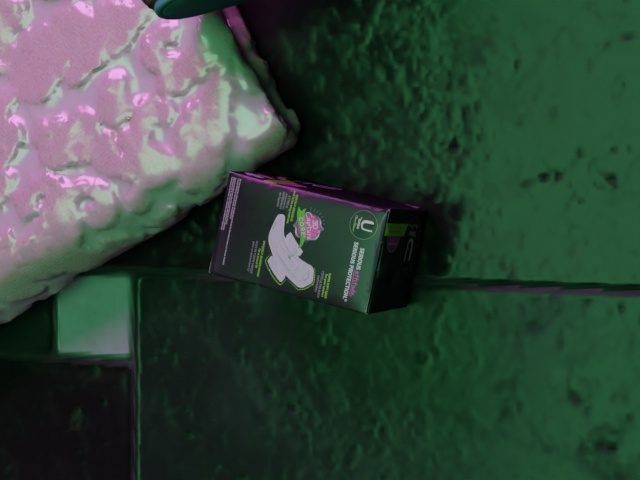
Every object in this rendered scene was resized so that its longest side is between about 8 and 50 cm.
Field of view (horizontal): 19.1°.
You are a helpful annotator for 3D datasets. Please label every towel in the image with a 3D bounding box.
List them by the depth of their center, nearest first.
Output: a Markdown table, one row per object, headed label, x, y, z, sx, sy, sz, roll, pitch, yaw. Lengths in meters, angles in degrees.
| label | x | y | z | sx | sy | sz | roll | pitch | yaw |
| --- | --- | --- | --- | --- | --- | --- | --- | --- | --- |
| towel | -0.215 | -0.107 | 0.994 | 0.332 | 0.053 | 0.317 | -30 | 82 | 21 |

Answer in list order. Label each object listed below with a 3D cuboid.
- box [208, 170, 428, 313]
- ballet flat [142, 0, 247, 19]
| label | x | y | z | sx | sy | sz | roll | pitch | yaw |
| --- | --- | --- | --- | --- | --- | --- | --- | --- | --- |
| box | 0.000 | 0.000 | 0.909 | 0.083 | 0.062 | 0.052 | 15 | 97 | 21 |
| ballet flat | 0.012 | -0.165 | 0.883 | 0.213 | 0.072 | 0.068 | -18 | 81 | 6 |
